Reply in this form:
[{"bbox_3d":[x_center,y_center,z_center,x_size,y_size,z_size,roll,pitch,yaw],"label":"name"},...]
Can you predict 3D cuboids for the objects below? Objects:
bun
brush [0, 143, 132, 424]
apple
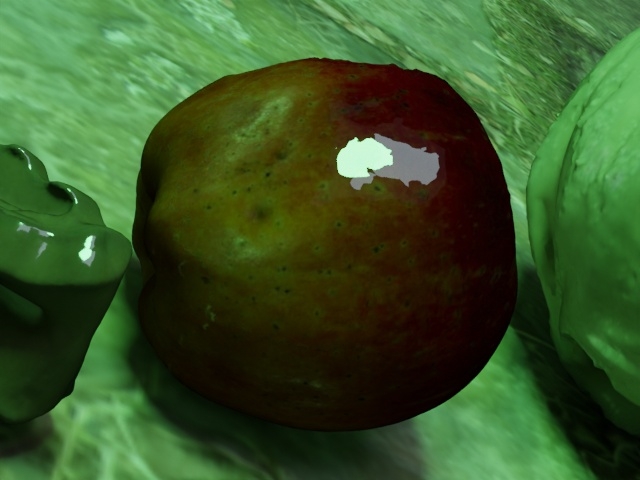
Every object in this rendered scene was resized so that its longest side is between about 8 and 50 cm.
[{"bbox_3d":[0.270,0.052,0.741,0.365,0.219,0.365,42,10,-9],"label":"bun"},{"bbox_3d":[-0.196,-0.054,0.470,0.301,0.084,0.071,38,27,11],"label":"brush"},{"bbox_3d":[-0.001,0.005,0.544,0.158,0.156,0.147,-12,49,-22],"label":"apple"}]
